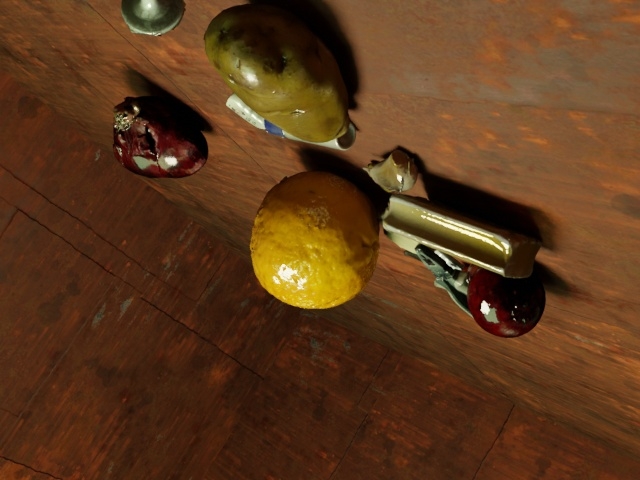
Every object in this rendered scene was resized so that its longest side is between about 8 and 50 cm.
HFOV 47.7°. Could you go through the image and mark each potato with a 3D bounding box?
[{"bbox_3d":[-0.055,-0.274,1.229,0.195,0.177,0.369,-16,159,17],"label":"potato"}]

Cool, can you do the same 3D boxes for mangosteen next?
[{"bbox_3d":[0.405,0.120,1.612,0.199,0.200,0.200,30,168,7],"label":"mangosteen"}]

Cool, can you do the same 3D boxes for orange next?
[{"bbox_3d":[0.000,0.000,1.732,0.293,0.341,0.340,10,160,22],"label":"orange"}]

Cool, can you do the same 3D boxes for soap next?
[{"bbox_3d":[0.281,-0.012,1.438,0.274,0.089,0.173,23,-171,33],"label":"soap"}]

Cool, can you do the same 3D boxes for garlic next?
[{"bbox_3d":[0.152,-0.137,1.454,0.084,0.066,0.152,60,160,-3],"label":"garlic"}]

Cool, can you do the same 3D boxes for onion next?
[{"bbox_3d":[-0.437,-0.271,1.981,0.280,0.221,0.281,30,163,10],"label":"onion"}]

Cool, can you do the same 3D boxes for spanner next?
[{"bbox_3d":[0.327,0.110,1.717,0.325,0.040,0.095,42,153,-27],"label":"spanner"}]

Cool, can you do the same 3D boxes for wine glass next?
[{"bbox_3d":[-0.302,-0.446,1.192,0.126,0.126,0.241,31,169,5],"label":"wine glass"}]

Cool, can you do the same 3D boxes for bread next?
[{"bbox_3d":[0.133,-0.135,1.560,0.049,0.034,0.088,27,169,49],"label":"bread"}]

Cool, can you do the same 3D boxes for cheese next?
[{"bbox_3d":[0.247,-0.003,1.706,0.248,0.071,0.163,32,168,-1],"label":"cheese"}]

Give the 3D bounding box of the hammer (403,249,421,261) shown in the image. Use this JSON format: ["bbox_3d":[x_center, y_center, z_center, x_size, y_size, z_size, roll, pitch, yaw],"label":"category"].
[{"bbox_3d":[0.360,0.110,1.983,0.297,0.027,0.125,36,172,-17],"label":"hammer"}]

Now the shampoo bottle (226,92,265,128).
[{"bbox_3d":[-0.137,-0.280,1.623,0.152,0.045,0.077,33,168,-9],"label":"shampoo bottle"}]

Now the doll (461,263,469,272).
[{"bbox_3d":[0.385,0.099,1.789,0.180,0.079,0.094,23,131,58],"label":"doll"}]

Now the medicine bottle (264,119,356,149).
[{"bbox_3d":[-0.026,-0.232,1.501,0.230,0.059,0.059,19,163,44],"label":"medicine bottle"}]
